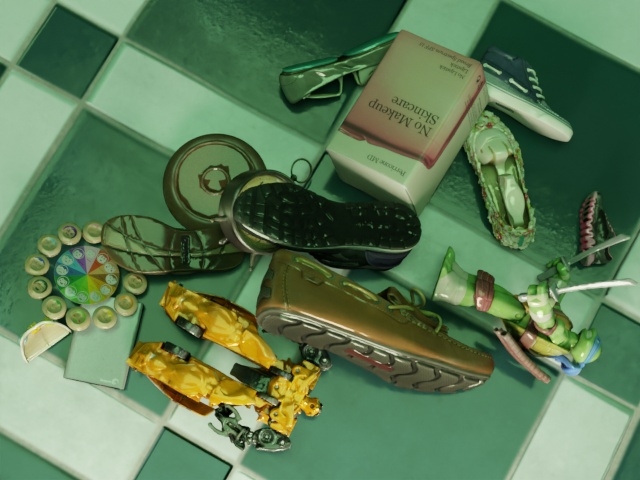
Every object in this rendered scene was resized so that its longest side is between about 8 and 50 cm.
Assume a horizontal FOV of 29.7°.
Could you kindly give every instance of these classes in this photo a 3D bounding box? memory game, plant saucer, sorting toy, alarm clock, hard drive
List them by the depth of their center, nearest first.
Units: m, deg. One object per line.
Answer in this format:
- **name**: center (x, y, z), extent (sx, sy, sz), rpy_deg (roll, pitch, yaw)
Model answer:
- **sorting toy**: center (-0.423, 0.140, 1.809), extent (0.083, 0.075, 0.045), rpy_deg (-36, 82, -9)
- **memory game**: center (-0.354, 0.051, 1.832), extent (0.186, 0.012, 0.186), rpy_deg (7, 61, -13)
- **hard drive**: center (-0.329, 0.153, 1.838), extent (0.094, 0.022, 0.135), rpy_deg (11, 78, 0)
- **alarm clock**: center (-0.080, -0.057, 1.855), extent (0.192, 0.064, 0.129), rpy_deg (-45, 115, -20)
- **plant saucer**: center (-0.164, -0.091, 1.893), extent (0.168, 0.029, 0.169), rpy_deg (0, 77, -2)

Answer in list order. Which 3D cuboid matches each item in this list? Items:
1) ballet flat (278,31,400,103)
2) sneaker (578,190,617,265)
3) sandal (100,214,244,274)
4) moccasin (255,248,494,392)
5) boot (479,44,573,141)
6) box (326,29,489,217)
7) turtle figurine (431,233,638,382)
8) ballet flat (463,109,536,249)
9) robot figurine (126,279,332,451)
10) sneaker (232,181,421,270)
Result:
- **ballet flat**: center (0.039, -0.272, 1.929), extent (0.213, 0.072, 0.068), rpy_deg (-19, 107, -5)
- **sneaker**: center (0.439, -0.017, 1.898), extent (0.057, 0.047, 0.119), rpy_deg (5, 85, -8)
- **sandal**: center (-0.229, 0.011, 1.858), extent (0.219, 0.060, 0.090), rpy_deg (2, 81, -17)
- **moccasin**: center (0.089, 0.121, 1.787), extent (0.380, 0.139, 0.147), rpy_deg (21, 63, -10)
- **boot**: center (0.330, -0.236, 1.922), extent (0.190, 0.069, 0.086), rpy_deg (30, 81, 6)
- **box**: center (0.137, -0.180, 1.858), extent (0.148, 0.127, 0.232), rpy_deg (27, 77, 21)
- **turtle figurine**: center (0.315, 0.057, 1.801), extent (0.266, 0.275, 0.198), rpy_deg (19, 44, 6)
- **ballet flat**: center (0.287, -0.104, 1.890), extent (0.091, 0.077, 0.241), rpy_deg (-18, 79, -5)
- **robot figurine**: center (-0.128, 0.188, 1.807), extent (0.291, 0.085, 0.211), rpy_deg (28, 79, 4)
- **sneaker**: center (0.000, 0.000, 1.815), extent (0.283, 0.124, 0.107), rpy_deg (10, 57, -12)
